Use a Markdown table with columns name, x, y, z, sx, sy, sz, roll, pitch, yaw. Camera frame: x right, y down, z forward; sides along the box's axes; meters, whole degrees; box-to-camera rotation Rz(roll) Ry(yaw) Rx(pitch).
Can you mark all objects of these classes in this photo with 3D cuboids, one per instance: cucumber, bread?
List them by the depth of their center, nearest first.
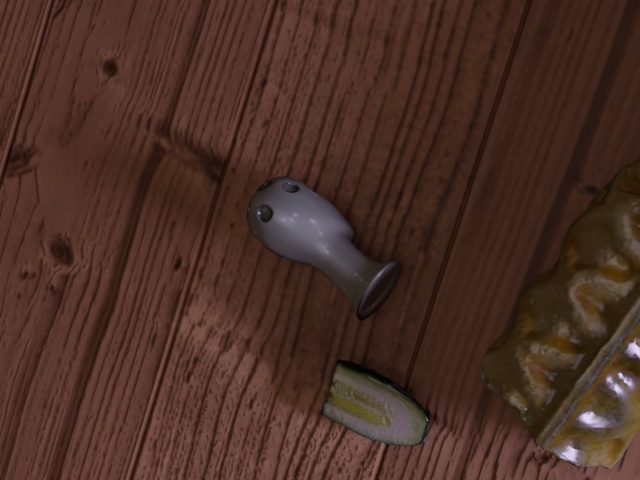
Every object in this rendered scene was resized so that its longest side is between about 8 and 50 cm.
| name | x | y | z | sx | sy | sz | roll | pitch | yaw |
| --- | --- | --- | --- | --- | --- | --- | --- | --- | --- |
| bread | 0.260 | 0.055 | 1.425 | 0.152 | 0.130 | 0.267 | 29 | 103 | -16 |
| cucumber | 0.059 | 0.155 | 1.560 | 0.107 | 0.035 | 0.067 | 25 | 117 | 21 |

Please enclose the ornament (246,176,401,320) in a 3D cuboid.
| name | x | y | z | sx | sy | sz | roll | pitch | yaw |
| --- | --- | --- | --- | --- | --- | --- | --- | --- | --- |
| ornament | 0.000 | 0.000 | 1.570 | 0.156 | 0.081 | 0.074 | 38 | 141 | 18 |
